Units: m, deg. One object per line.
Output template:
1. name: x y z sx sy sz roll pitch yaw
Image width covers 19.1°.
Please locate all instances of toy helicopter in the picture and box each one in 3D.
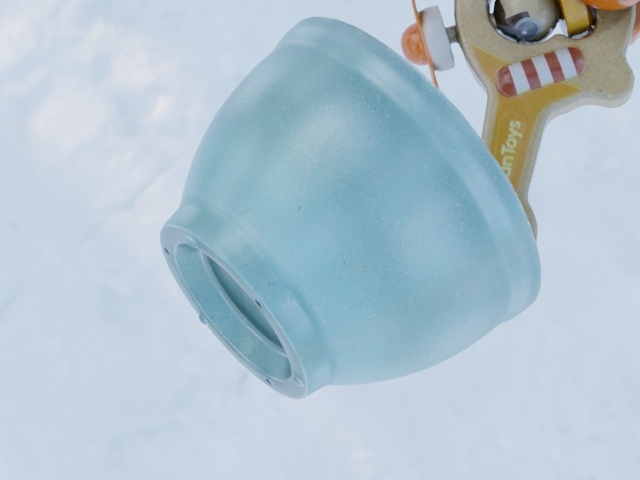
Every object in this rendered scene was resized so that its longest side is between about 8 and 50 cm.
1. toy helicopter: 0.168 -0.139 1.752 0.235 0.140 0.355 11 76 8

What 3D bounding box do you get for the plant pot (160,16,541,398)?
1. plant pot: 0.000 0.000 1.489 0.196 0.293 0.293 -39 95 -18
